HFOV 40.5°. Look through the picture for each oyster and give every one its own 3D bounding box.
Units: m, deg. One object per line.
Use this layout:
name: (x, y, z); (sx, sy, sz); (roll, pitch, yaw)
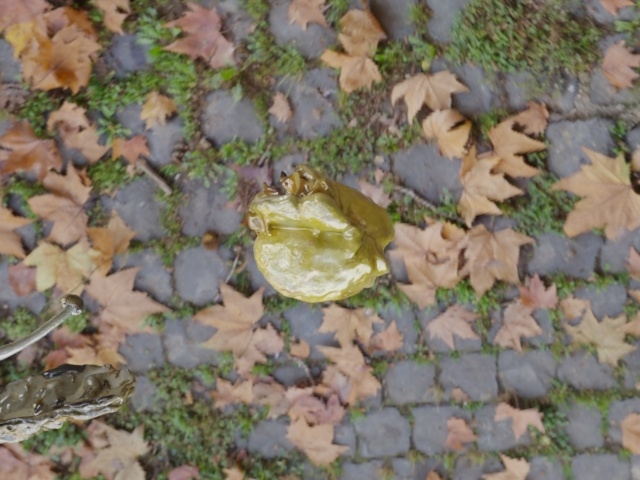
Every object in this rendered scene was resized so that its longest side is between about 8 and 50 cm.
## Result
oyster: (-0.437, 0.240, 1.275); (0.344, 0.129, 0.079); (-9, 120, 4)

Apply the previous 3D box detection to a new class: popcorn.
popcorn: (-0.001, 0.000, 1.300); (0.253, 0.191, 0.190); (28, 92, -27)

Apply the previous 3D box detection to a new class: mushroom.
mushroom: (-0.532, 0.162, 1.438); (0.043, 0.306, 0.068); (-28, 85, 55)
